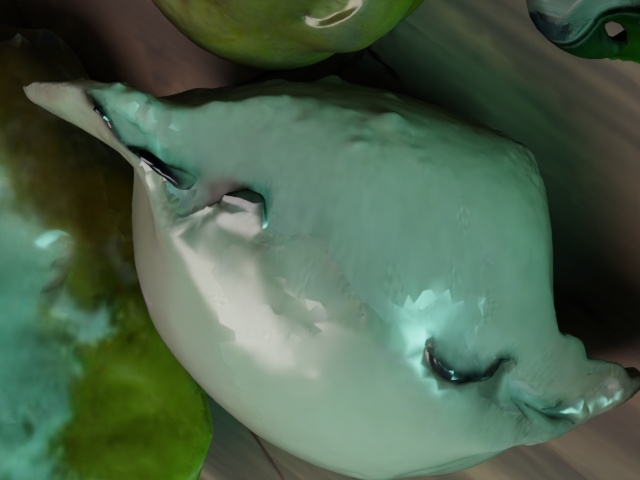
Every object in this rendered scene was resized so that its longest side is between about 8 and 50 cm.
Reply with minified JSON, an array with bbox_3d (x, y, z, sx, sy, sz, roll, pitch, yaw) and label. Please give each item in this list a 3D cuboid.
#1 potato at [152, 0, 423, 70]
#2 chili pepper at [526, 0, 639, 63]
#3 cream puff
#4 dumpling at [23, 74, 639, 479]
[{"bbox_3d":[-0.026,-0.167,0.732,0.200,0.137,0.154,57,167,-9],"label":"potato"},{"bbox_3d":[0.175,-0.099,0.667,0.216,0.062,0.108,13,127,29],"label":"chili pepper"},{"bbox_3d":[-0.231,0.063,0.929,0.275,0.378,0.378,-29,99,47],"label":"cream puff"},{"bbox_3d":[0.005,-0.003,0.813,0.243,0.175,0.227,62,174,-11],"label":"dumpling"}]
